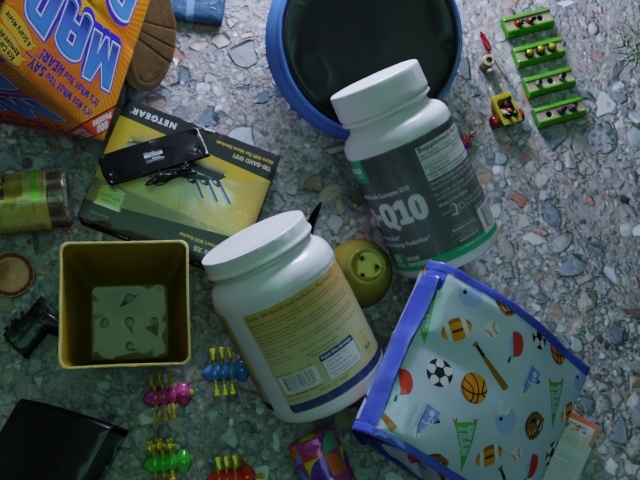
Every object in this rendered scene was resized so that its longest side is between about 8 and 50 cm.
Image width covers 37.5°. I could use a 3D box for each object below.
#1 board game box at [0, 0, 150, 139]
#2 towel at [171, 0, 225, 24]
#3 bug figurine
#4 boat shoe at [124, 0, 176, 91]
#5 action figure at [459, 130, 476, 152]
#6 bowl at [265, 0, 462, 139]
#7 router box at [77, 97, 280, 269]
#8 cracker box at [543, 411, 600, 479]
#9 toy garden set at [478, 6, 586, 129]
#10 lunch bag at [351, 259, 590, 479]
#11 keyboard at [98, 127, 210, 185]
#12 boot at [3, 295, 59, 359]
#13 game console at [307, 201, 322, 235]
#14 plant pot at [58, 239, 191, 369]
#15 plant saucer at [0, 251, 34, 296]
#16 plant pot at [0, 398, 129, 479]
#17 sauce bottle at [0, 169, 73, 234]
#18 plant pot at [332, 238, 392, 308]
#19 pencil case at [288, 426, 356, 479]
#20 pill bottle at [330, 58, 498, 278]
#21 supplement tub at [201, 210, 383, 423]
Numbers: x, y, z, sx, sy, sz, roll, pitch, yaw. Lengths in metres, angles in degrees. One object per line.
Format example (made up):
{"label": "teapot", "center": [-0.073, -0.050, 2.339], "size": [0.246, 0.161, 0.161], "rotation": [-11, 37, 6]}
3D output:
{"label": "board game box", "center": [-0.540, -0.419, 1.573], "size": [0.356, 0.356, 0.356], "rotation": [11, 76, 18]}
{"label": "towel", "center": [-0.247, -0.461, 1.852], "size": [0.119, 0.029, 0.067], "rotation": [6, 79, -8]}
{"label": "bug figurine", "center": [-0.211, 0.333, 1.685], "size": [0.216, 0.072, 0.279], "rotation": [-1, 81, -8]}
{"label": "boat shoe", "center": [-0.360, -0.439, 1.797], "size": [0.123, 0.123, 0.342], "rotation": [-8, 78, 30]}
{"label": "action figure", "center": [0.271, -0.179, 1.883], "size": [0.038, 0.030, 0.115], "rotation": [43, 74, 6]}
{"label": "bowl", "center": [0.091, -0.388, 1.815], "size": [0.391, 0.077, 0.391], "rotation": [-1, 95, -13]}
{"label": "router box", "center": [-0.260, -0.094, 1.753], "size": [0.309, 0.081, 0.243], "rotation": [20, 77, -5]}
{"label": "cracker box", "center": [0.402, 0.418, 1.770], "size": [0.156, 0.067, 0.232], "rotation": [29, 75, -2]}
{"label": "toy garden set", "center": [0.418, -0.348, 1.926], "size": [0.204, 0.049, 0.244], "rotation": [-16, 82, -12]}
{"label": "lunch bag", "center": [0.237, 0.257, 1.624], "size": [0.385, 0.239, 0.328], "rotation": [38, 69, -37]}
{"label": "keyboard", "center": [-0.296, -0.136, 1.704], "size": [0.192, 0.038, 0.100], "rotation": [-18, 59, -11]}
{"label": "boot", "center": [-0.498, 0.169, 1.685], "size": [0.121, 0.045, 0.099], "rotation": [41, 76, 4]}
{"label": "game console", "center": [0.000, 0.000, 1.756], "size": [0.071, 0.122, 0.107], "rotation": [-39, 87, -13]}
{"label": "plant pot", "center": [-0.336, 0.125, 1.641], "size": [0.212, 0.187, 0.212], "rotation": [-1, 76, -9]}
{"label": "plant saucer", "center": [-0.561, 0.062, 1.711], "size": [0.083, 0.013, 0.083], "rotation": [2, 79, -8]}
{"label": "plant pot", "center": [-0.454, 0.365, 1.590], "size": [0.167, 0.188, 0.187], "rotation": [26, 77, 3]}
{"label": "sauce bottle", "center": [-0.620, -0.058, 1.674], "size": [0.344, 0.111, 0.111], "rotation": [-7, 81, -12]}
{"label": "plant pot", "center": [0.079, 0.056, 1.772], "size": [0.134, 0.095, 0.134], "rotation": [2, 79, -8]}
{"label": "pencil case", "center": [0.027, 0.455, 1.691], "size": [0.104, 0.104, 0.236], "rotation": [-22, 85, -12]}
{"label": "pill bottle", "center": [0.168, -0.130, 1.719], "size": [0.204, 0.204, 0.361], "rotation": [-28, 103, -13]}
{"label": "supplement tub", "center": [-0.049, 0.130, 1.631], "size": [0.228, 0.228, 0.316], "rotation": [-29, 104, -13]}
